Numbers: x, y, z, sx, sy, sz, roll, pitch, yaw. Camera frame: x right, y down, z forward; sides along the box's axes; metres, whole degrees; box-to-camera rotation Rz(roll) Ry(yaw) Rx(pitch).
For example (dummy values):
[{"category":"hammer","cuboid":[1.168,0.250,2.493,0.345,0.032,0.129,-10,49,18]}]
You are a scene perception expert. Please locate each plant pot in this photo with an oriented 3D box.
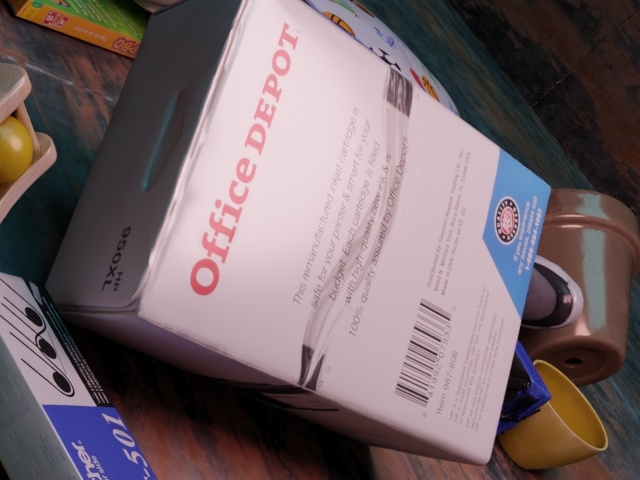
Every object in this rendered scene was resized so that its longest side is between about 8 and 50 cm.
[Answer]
[{"category":"plant pot","cuboid":[0.276,0.231,1.245,0.134,0.095,0.134,38,24,-20]},{"category":"plant pot","cuboid":[0.365,0.086,1.497,0.263,0.263,0.229,31,43,-33]}]

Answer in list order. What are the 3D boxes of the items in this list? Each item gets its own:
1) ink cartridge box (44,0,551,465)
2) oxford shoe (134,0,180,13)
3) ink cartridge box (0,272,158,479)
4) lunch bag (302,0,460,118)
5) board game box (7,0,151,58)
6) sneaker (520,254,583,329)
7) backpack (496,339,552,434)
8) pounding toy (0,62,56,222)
[{"category":"ink cartridge box","cuboid":[0.000,0.000,0.875,0.395,0.166,0.285,30,69,-36]},{"category":"oxford shoe","cuboid":[-0.157,-0.333,1.266,0.130,0.169,0.449,52,3,-7]},{"category":"ink cartridge box","cuboid":[-0.180,0.114,0.665,0.207,0.046,0.097,55,8,19]},{"category":"lunch bag","cuboid":[0.038,-0.164,1.303,0.385,0.239,0.328,35,19,-9]},{"category":"board game box","cuboid":[-0.292,-0.286,1.188,0.259,0.039,0.124,15,36,-57]},{"category":"sneaker","cuboid":[0.210,0.056,1.354,0.269,0.101,0.153,24,17,36]},{"category":"backpack","cuboid":[0.199,0.181,1.163,0.101,0.120,0.098,40,18,-41]},{"category":"pounding toy","cuboid":[-0.241,-0.002,0.519,0.154,0.154,0.269,20,59,13]}]
